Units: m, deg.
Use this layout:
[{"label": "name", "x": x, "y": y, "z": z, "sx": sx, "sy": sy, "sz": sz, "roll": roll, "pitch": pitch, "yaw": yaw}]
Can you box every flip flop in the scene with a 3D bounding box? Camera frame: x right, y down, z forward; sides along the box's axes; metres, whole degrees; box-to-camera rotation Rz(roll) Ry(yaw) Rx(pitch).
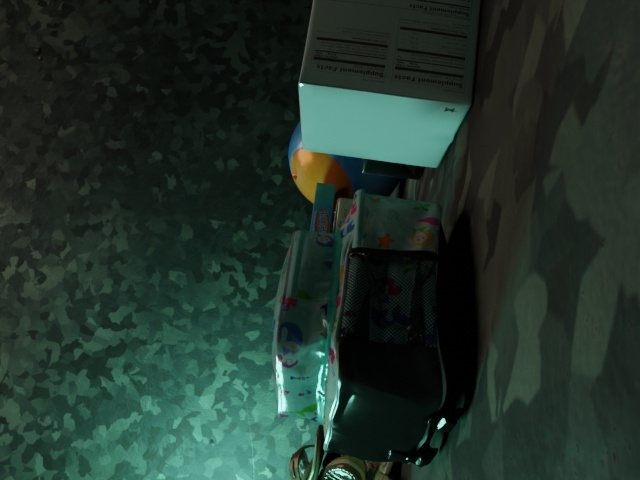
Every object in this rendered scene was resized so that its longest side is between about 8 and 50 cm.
[{"label": "flip flop", "x": -0.048, "y": 0.601, "z": 1.549, "sx": 0.112, "sy": 0.080, "sz": 0.277, "roll": -62, "pitch": -6, "yaw": -66}]

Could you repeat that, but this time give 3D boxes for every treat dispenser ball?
[{"label": "treat dispenser ball", "x": 0.065, "y": -0.208, "z": 1.466, "sx": 0.288, "sy": 0.288, "sz": 0.288, "roll": 8, "pitch": -90, "yaw": -88}]

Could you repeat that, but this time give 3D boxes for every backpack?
[{"label": "backpack", "x": 0.049, "y": 0.077, "z": 0.621, "sx": 0.225, "sy": 0.191, "sz": 0.254, "roll": 94, "pitch": -170, "yaw": -51}]

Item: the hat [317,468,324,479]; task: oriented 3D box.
[{"label": "hat", "x": 0.011, "y": 0.752, "z": 1.481, "sx": 0.331, "sy": 0.134, "sz": 0.331, "roll": -162, "pitch": 90, "yaw": -85}]

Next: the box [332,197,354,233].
[{"label": "box", "x": 0.102, "y": -0.007, "z": 1.373, "sx": 0.232, "sy": 0.148, "sz": 0.127, "roll": 86, "pitch": -169, "yaw": -82}]

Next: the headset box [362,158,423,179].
[{"label": "headset box", "x": 0.148, "y": -0.282, "z": 1.092, "sx": 0.293, "sy": 0.110, "sz": 0.218, "roll": -79, "pitch": -4, "yaw": -52}]

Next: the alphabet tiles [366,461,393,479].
[{"label": "alphabet tiles", "x": 0.053, "y": 0.427, "z": 0.891, "sx": 0.342, "sy": 0.011, "sz": 0.285, "roll": 90, "pitch": -156, "yaw": -73}]

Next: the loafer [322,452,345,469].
[{"label": "loafer", "x": 0.061, "y": 0.501, "z": 1.452, "sx": 0.109, "sy": 0.095, "sz": 0.303, "roll": -80, "pitch": -3, "yaw": -47}]

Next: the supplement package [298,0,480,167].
[{"label": "supplement package", "x": 0.088, "y": -0.263, "z": 0.777, "sx": 0.199, "sy": 0.198, "sz": 0.263, "roll": 91, "pitch": -173, "yaw": -76}]

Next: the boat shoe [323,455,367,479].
[{"label": "boat shoe", "x": 0.046, "y": 0.378, "z": 0.961, "sx": 0.072, "sy": 0.068, "sz": 0.190, "roll": -43, "pitch": -18, "yaw": -33}]

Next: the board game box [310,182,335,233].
[{"label": "board game box", "x": 0.000, "y": 0.000, "z": 1.337, "sx": 0.160, "sy": 0.047, "sz": 0.210, "roll": 91, "pitch": -175, "yaw": -67}]
